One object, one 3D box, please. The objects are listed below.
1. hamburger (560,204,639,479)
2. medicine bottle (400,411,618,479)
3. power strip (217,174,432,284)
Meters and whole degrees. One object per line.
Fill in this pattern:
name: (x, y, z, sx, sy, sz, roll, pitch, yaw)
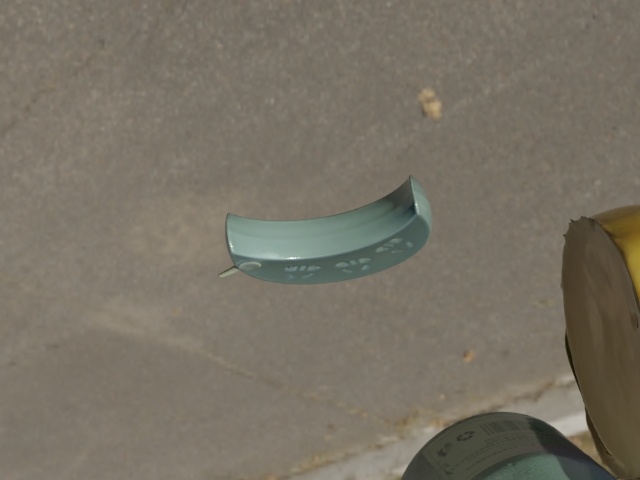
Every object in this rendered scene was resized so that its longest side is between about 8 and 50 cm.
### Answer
hamburger: (0.499, 0.111, 1.486, 0.277, 0.395, 0.395, -9, 150, -6)
medicine bottle: (0.220, 0.333, 1.159, 0.245, 0.245, 0.290, 6, -170, -12)
power strip: (0.000, 0.000, 1.050, 0.216, 0.044, 0.137, -13, 157, 10)
